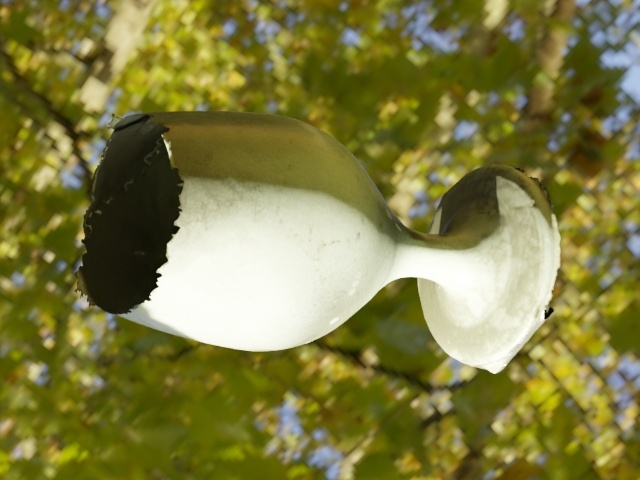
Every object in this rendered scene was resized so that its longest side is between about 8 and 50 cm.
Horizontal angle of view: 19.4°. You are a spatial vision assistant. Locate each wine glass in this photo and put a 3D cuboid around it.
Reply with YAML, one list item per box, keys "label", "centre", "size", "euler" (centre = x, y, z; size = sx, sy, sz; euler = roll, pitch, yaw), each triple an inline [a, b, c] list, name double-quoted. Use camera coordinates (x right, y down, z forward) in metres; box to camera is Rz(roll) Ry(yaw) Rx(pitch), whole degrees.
- label: "wine glass"
  centre: [0.000, 0.000, 0.982]
  size: [0.241, 0.126, 0.126]
  euler: [9, -127, -35]
